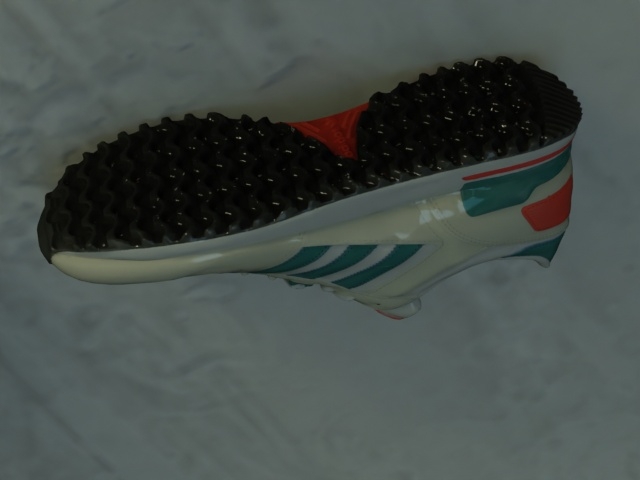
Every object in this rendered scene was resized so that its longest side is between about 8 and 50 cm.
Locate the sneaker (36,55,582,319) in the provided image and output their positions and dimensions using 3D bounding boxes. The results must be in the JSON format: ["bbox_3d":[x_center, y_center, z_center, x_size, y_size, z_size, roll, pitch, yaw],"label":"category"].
[{"bbox_3d":[0.000,0.000,0.459,0.161,0.057,0.075,-13,132,-3],"label":"sneaker"}]
